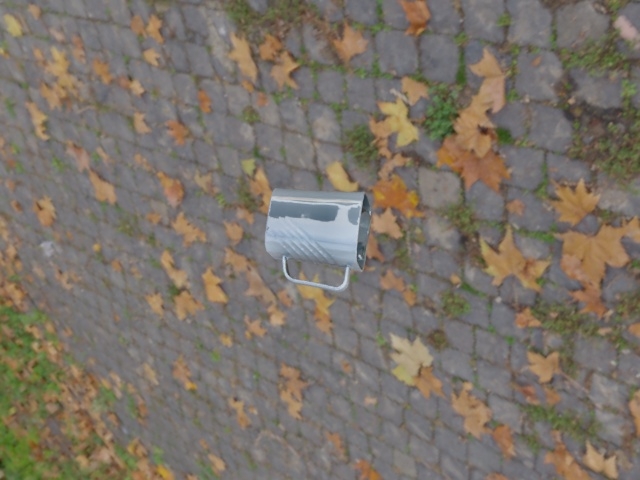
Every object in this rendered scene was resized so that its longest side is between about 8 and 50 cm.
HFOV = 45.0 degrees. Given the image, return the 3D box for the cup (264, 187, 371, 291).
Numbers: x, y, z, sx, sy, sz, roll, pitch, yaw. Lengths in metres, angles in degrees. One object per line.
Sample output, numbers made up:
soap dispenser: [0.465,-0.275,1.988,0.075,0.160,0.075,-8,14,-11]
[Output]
cup: [0.000,0.000,1.002,0.129,0.128,0.095,6,168,12]
